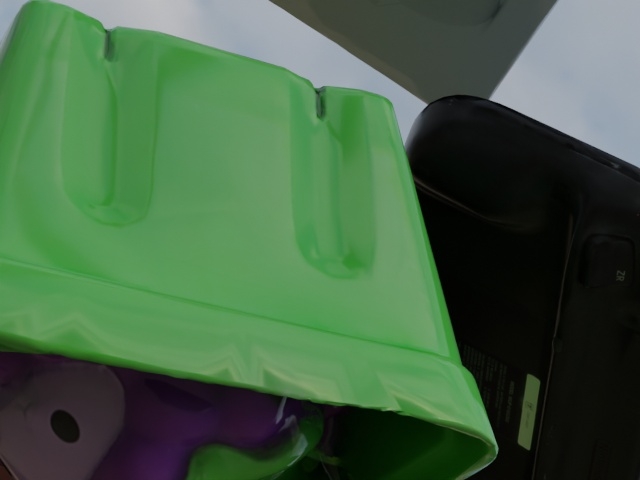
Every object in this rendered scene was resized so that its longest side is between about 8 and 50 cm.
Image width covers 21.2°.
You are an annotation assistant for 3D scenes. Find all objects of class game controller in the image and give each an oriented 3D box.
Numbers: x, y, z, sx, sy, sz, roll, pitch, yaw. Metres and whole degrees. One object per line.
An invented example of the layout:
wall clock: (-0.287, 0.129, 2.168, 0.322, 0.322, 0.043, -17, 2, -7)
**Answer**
game controller: (0.104, 0.073, 0.880, 0.166, 0.067, 0.319, 36, -38, 31)

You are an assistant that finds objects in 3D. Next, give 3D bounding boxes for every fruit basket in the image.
fruit basket: (-0.093, 0.138, 0.745, 0.282, 0.392, 0.392, 14, -33, -21)

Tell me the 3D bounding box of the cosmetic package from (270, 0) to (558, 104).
cosmetic package: (0.063, -0.227, 1.044, 0.224, 0.138, 0.224, 33, -35, 0)
